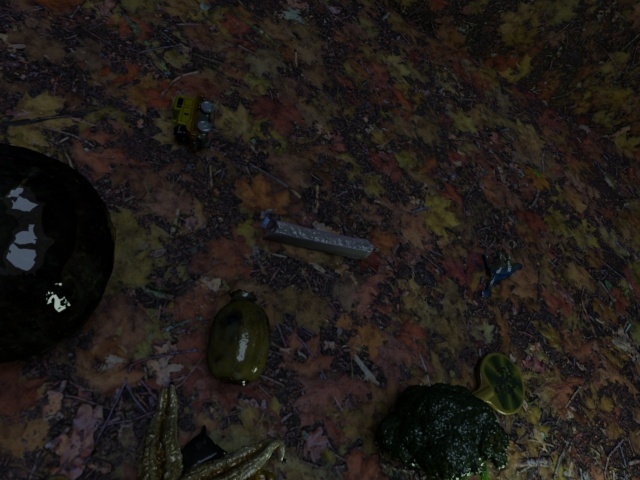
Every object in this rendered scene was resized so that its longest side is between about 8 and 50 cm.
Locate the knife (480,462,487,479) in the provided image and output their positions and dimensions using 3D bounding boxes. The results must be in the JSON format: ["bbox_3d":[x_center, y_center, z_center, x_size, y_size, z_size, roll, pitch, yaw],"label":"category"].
[{"bbox_3d":[0.472,0.724,1.249,0.078,0.022,0.166,30,55,-16],"label":"knife"}]

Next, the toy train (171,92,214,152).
[{"bbox_3d":[-0.403,-0.373,1.356,0.127,0.089,0.220,7,62,-12],"label":"toy train"}]

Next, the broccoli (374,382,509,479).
[{"bbox_3d":[0.314,0.529,1.137,0.303,0.321,0.284,-18,104,-23],"label":"broccoli"}]

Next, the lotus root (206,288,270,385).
[{"bbox_3d":[-0.203,0.229,1.099,0.153,0.154,0.279,15,53,-19],"label":"lotus root"}]

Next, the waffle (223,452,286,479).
[{"bbox_3d":[-0.171,0.624,0.898,0.324,0.068,0.302,32,49,14],"label":"waffle"}]

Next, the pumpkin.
[{"bbox_3d":[-0.648,0.019,0.857,0.453,0.344,0.456,2,82,-12],"label":"pumpkin"}]

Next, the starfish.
[{"bbox_3d":[-0.327,0.468,0.885,0.323,0.083,0.431,28,42,36],"label":"starfish"}]

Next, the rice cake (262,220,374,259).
[{"bbox_3d":[0.000,0.000,1.371,0.364,0.073,0.056,12,61,-19],"label":"rice cake"}]

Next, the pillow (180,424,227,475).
[{"bbox_3d":[-0.292,0.493,0.956,0.150,0.090,0.048,-36,125,-34],"label":"pillow"}]

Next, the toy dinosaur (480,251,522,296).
[{"bbox_3d":[0.708,0.144,1.672,0.247,0.075,0.189,14,68,-26],"label":"toy dinosaur"}]

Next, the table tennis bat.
[{"bbox_3d":[0.560,0.485,1.413,0.320,0.050,0.199,-11,71,-36],"label":"table tennis bat"}]
